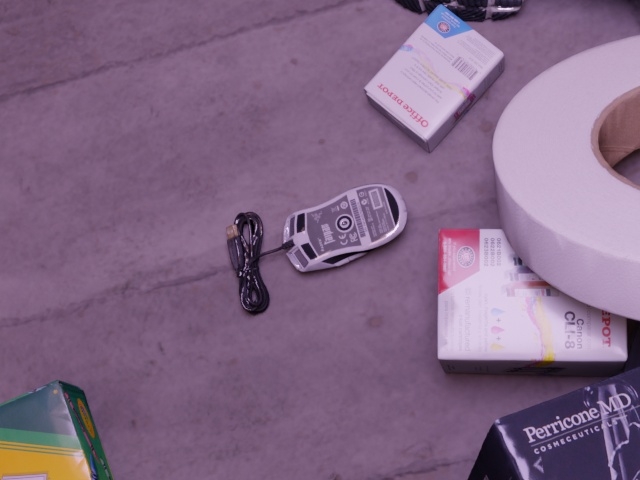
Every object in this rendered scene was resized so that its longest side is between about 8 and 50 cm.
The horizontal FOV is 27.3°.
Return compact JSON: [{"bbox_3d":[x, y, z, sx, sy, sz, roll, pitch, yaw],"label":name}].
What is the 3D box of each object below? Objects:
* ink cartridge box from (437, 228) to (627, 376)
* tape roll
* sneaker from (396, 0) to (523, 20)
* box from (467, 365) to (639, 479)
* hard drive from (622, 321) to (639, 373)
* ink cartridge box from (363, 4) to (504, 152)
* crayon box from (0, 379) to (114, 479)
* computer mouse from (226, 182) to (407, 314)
[{"bbox_3d":[0.203,0.061,1.265,0.176,0.127,0.128,0,78,7],"label":"ink cartridge box"},{"bbox_3d":[0.351,-0.071,1.184,0.392,0.072,0.392,-7,36,5],"label":"tape roll"},{"bbox_3d":[0.094,-0.318,1.378,0.275,0.107,0.110,26,70,10],"label":"sneaker"},{"bbox_3d":[0.340,0.253,1.062,0.343,0.179,0.312,-19,65,-11],"label":"box"},{"bbox_3d":[0.361,0.189,1.253,0.172,0.054,0.254,14,80,11],"label":"hard drive"},{"bbox_3d":[0.118,-0.166,1.363,0.088,0.052,0.122,41,85,14],"label":"ink cartridge box"},{"bbox_3d":[-0.278,0.300,1.309,0.165,0.081,0.278,-23,76,3],"label":"crayon box"},{"bbox_3d":[0.000,0.000,1.354,0.193,0.042,0.106,-18,72,10],"label":"computer mouse"}]
